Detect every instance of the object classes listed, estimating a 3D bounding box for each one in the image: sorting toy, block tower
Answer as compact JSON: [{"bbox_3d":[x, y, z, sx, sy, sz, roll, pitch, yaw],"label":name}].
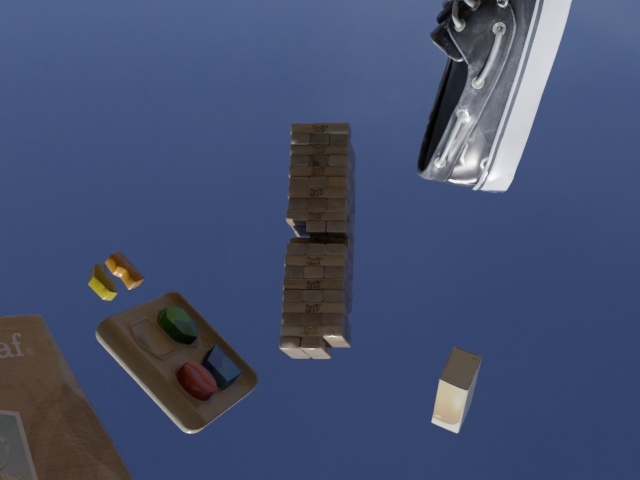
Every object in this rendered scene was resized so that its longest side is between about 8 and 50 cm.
[{"bbox_3d":[-0.238,0.137,1.484,0.307,0.041,0.229,45,-159,7],"label":"sorting toy"},{"bbox_3d":[0.000,0.000,1.432,0.090,0.097,0.336,0,-105,9],"label":"block tower"}]

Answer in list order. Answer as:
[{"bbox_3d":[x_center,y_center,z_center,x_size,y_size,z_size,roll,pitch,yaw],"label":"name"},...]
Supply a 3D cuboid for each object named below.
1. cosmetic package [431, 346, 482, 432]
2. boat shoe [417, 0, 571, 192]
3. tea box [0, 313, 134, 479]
[{"bbox_3d":[0.182,0.201,1.315,0.041,0.115,0.060,20,-128,16],"label":"cosmetic package"},{"bbox_3d":[0.151,-0.187,0.887,0.102,0.301,0.108,7,-149,-7],"label":"boat shoe"},{"bbox_3d":[-0.284,0.218,0.435,0.329,0.323,0.220,0,-132,-56],"label":"tea box"}]
